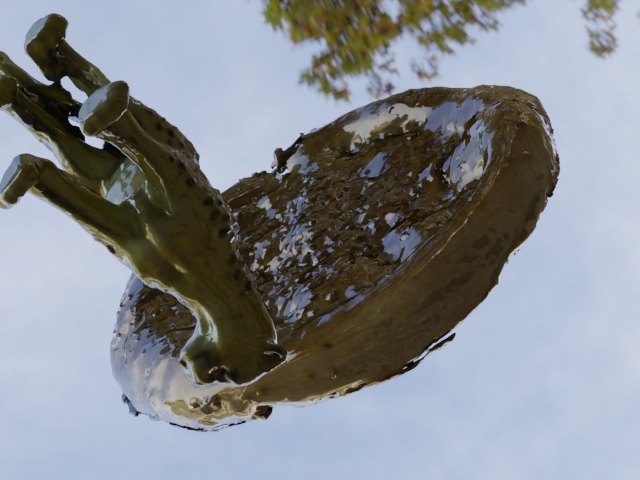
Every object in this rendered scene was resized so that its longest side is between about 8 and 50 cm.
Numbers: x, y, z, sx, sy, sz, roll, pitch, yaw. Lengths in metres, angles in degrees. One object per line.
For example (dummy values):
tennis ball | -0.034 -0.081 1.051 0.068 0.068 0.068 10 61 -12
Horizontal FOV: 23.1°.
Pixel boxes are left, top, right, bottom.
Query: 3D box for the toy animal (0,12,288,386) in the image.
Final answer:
toy animal | -0.084 -0.023 0.697 0.073 0.181 0.136 -46 -59 2

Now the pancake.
pancake | 0.001 0.001 1.141 0.382 0.382 0.071 -32 -67 6
